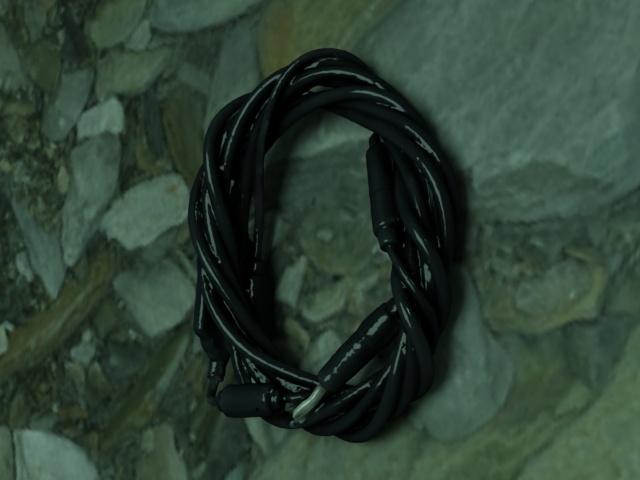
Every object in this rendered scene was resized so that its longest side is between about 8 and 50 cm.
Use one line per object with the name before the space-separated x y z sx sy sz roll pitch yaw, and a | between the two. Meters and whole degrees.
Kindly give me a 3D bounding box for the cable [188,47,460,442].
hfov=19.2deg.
cable | 0.000 0.000 0.893 0.151 0.047 0.184 7 88 43
